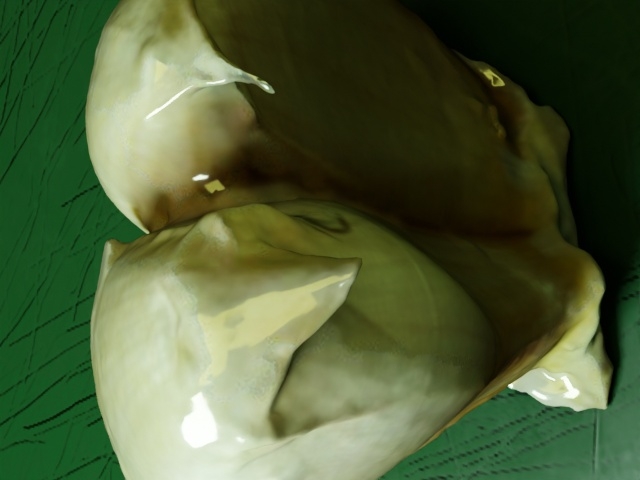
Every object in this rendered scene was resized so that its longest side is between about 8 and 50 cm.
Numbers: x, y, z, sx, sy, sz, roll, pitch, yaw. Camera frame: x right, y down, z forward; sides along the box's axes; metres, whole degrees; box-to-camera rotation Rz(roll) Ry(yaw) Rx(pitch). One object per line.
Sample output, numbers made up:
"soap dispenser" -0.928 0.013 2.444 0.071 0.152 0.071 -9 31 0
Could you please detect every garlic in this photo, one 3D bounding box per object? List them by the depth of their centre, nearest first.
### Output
"garlic" 0.000 0.000 0.701 0.249 0.313 0.286 9 98 39
